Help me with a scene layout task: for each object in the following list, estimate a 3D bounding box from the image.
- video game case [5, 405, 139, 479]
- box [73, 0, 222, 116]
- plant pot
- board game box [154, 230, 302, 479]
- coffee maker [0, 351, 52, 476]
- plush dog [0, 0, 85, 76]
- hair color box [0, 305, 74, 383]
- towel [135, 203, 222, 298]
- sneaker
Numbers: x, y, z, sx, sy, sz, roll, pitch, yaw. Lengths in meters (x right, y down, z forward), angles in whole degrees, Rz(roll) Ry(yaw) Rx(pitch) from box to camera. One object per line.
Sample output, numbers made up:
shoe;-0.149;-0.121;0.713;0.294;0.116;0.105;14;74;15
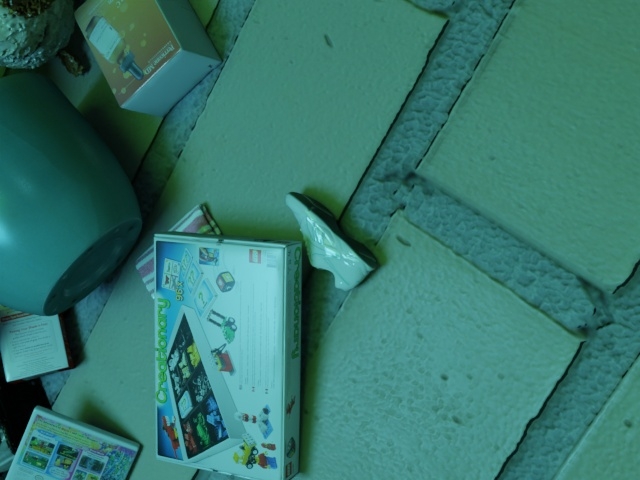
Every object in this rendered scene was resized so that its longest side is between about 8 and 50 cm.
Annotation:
video game case;-0.359;0.326;1.264;0.157;0.019;0.143;23;102;-8
box;-0.240;-0.281;1.221;0.130;0.091;0.170;-38;71;23
plant pot;-0.389;-0.039;1.198;0.235;0.293;0.293;43;110;7
board game box;-0.121;0.146;1.130;0.193;0.053;0.305;5;99;24
coffee maker;-0.508;0.289;1.359;0.178;0.120;0.171;-32;49;24
plush dog;-0.435;-0.302;1.221;0.262;0.225;0.211;-30;103;14
hair color box;-0.434;0.121;1.320;0.093;0.053;0.167;-13;81;-8
towel;-0.169;0.066;1.206;0.144;0.029;0.197;-40;70;22
sneaker;0.000;0.000;1.097;0.152;0.053;0.061;48;113;22
